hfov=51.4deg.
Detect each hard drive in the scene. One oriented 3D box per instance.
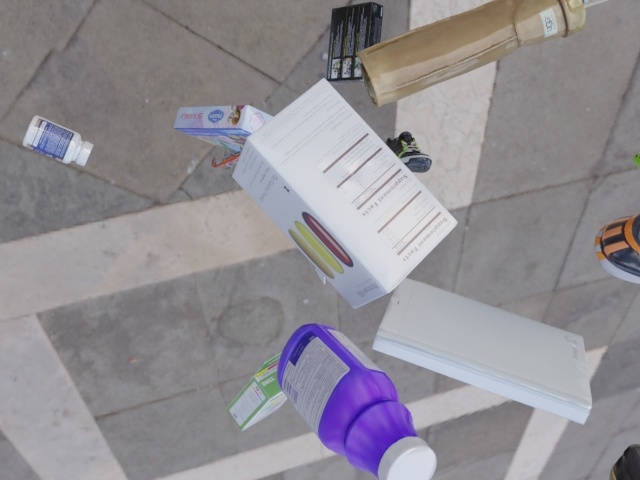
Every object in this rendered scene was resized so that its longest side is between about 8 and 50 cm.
[{"bbox_3d":[0.249,0.156,1.019,0.308,0.203,0.040,18,116,10],"label":"hard drive"}]

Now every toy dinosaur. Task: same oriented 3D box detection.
[{"bbox_3d":[-0.224,-0.200,1.610,0.082,0.047,0.090,-25,-177,-10],"label":"toy dinosaur"}]

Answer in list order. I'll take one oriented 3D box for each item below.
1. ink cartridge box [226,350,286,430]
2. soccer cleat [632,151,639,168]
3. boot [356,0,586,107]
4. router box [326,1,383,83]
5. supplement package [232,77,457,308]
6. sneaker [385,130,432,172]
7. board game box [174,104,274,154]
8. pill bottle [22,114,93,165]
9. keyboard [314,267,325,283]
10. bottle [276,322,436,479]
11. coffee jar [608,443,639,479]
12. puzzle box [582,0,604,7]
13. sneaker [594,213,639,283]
[{"bbox_3d":[-0.100,0.298,1.352,0.109,0.062,0.209,-23,157,-44],"label":"ink cartridge box"},{"bbox_3d":[0.671,-0.119,1.269,0.179,0.072,0.060,29,102,-25],"label":"soccer cleat"},{"bbox_3d":[0.177,-0.278,0.887,0.270,0.236,0.089,-20,112,5],"label":"boot"},{"bbox_3d":[0.080,-0.467,1.581,0.046,0.133,0.178,0,98,-45],"label":"router box"},{"bbox_3d":[0.025,-0.053,0.842,0.134,0.244,0.139,-42,179,-21],"label":"supplement package"},{"bbox_3d":[0.197,-0.217,1.601,0.084,0.235,0.097,7,95,-18],"label":"sneaker"},{"bbox_3d":[-0.170,-0.271,1.760,0.318,0.319,0.065,17,86,-42],"label":"board game box"},{"bbox_3d":[-0.517,-0.193,1.314,0.120,0.067,0.067,24,123,-21],"label":"pill bottle"},{"bbox_3d":[0.000,0.000,1.804,0.014,0.072,0.256,-9,126,-13],"label":"keyboard"},{"bbox_3d":[0.040,0.210,0.847,0.092,0.283,0.118,19,99,-32],"label":"bottle"},{"bbox_3d":[0.299,0.280,0.628,0.096,0.079,0.184,15,116,-4],"label":"coffee jar"},{"bbox_3d":[0.510,-0.678,1.354,0.272,0.052,0.408,-17,117,11],"label":"puzzle box"},{"bbox_3d":[0.563,0.024,0.907,0.321,0.124,0.180,7,168,-2],"label":"sneaker"}]
